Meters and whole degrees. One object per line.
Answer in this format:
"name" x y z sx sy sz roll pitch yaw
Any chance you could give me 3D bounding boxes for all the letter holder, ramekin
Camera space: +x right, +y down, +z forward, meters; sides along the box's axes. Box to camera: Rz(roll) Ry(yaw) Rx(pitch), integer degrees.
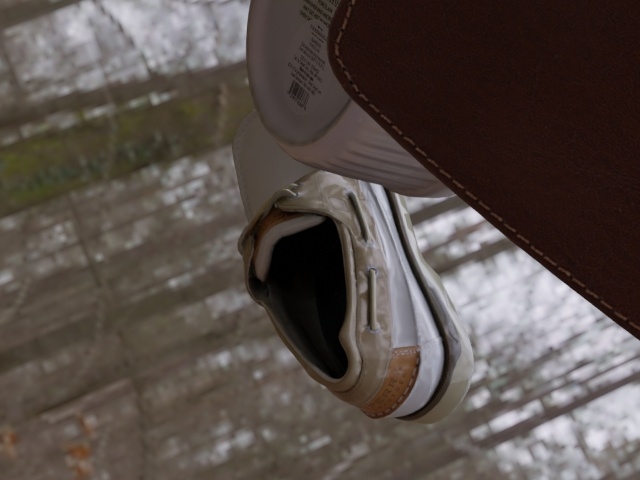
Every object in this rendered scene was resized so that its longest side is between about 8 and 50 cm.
"letter holder" 0.183 -0.068 0.613 0.302 0.152 0.214 37 -60 16
"ramekin" 0.039 -0.133 1.072 0.207 0.109 0.207 -12 -105 57

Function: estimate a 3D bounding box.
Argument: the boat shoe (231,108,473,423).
"boat shoe" 0.000 0.000 1.215 0.113 0.103 0.302 -55 -134 24
